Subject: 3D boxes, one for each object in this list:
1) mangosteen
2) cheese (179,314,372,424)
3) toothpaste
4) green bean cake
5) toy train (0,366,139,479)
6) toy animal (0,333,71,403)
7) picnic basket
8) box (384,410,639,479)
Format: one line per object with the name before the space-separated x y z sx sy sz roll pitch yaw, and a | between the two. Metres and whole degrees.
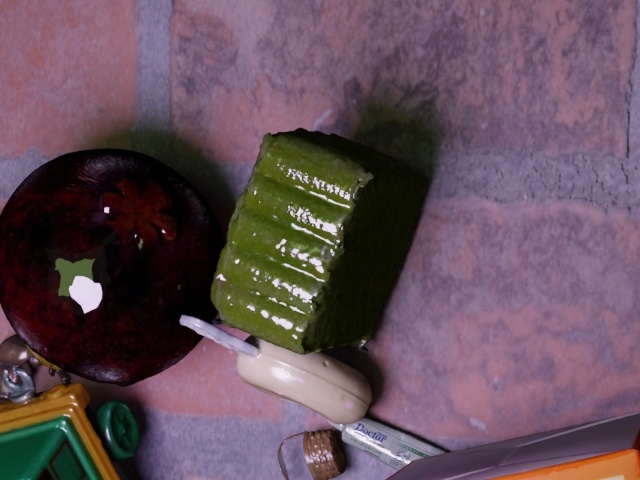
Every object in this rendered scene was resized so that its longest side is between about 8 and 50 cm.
mangosteen | -0.280 0.049 1.661 0.307 0.307 0.347 52 140 13
cheese | -0.049 0.152 1.574 0.163 0.249 0.071 15 76 39
toothpaste | 0.107 0.270 1.629 0.218 0.041 0.064 24 96 17
green bean cake | 0.000 0.000 1.546 0.156 0.250 0.247 23 100 20
toy train | -0.320 0.365 1.669 0.178 0.249 0.429 -16 110 20
toy animal | -0.457 0.236 1.849 0.186 0.093 0.214 14 90 18
picnic basket | -0.014 0.281 1.661 0.083 0.072 0.072 -18 85 13
box | 0.235 0.354 1.393 0.318 0.348 0.257 -16 85 15
